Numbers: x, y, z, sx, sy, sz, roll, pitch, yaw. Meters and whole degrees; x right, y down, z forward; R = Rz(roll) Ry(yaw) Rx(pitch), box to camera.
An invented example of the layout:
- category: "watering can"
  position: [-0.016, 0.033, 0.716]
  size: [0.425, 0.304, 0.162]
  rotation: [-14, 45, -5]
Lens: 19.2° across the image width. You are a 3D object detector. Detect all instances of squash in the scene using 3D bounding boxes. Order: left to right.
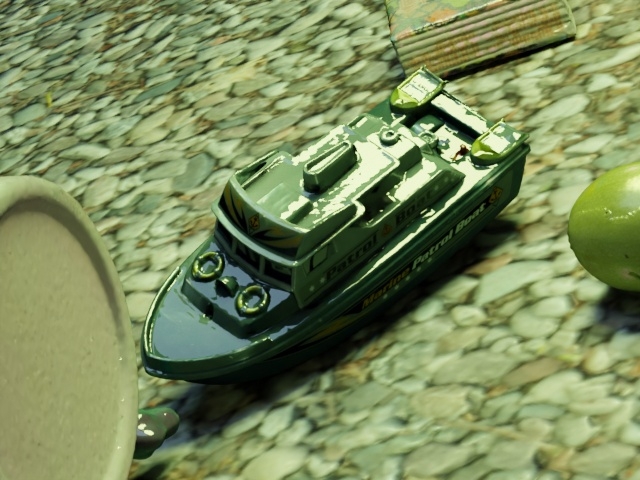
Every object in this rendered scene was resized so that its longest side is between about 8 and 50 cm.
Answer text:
- category: "squash"
  position: [0.266, -0.023, 1.093]
  size: [0.250, 0.083, 0.083]
  rotation: [-12, 26, 16]

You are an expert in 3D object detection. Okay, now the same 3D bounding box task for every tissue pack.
- category: "tissue pack"
  position: [0.131, -0.189, 1.571]
  size: [0.148, 0.060, 0.109]
  rotation: [-17, 23, 8]

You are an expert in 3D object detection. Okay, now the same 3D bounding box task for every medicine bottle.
- category: "medicine bottle"
  position: [-0.310, 0.087, 1.012]
  size: [0.388, 0.219, 0.219]
  rotation: [-8, 27, 18]

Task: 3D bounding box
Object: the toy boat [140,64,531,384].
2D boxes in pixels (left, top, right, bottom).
- category: "toy boat"
  position: [0.001, -0.003, 1.223]
  size: [0.296, 0.122, 0.114]
  rotation: [-37, 51, -24]

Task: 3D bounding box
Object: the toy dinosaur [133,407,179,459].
- category: "toy dinosaur"
  position: [-0.322, 0.135, 1.169]
  size: [0.383, 0.129, 0.331]
  rotation: [-20, 21, -30]
